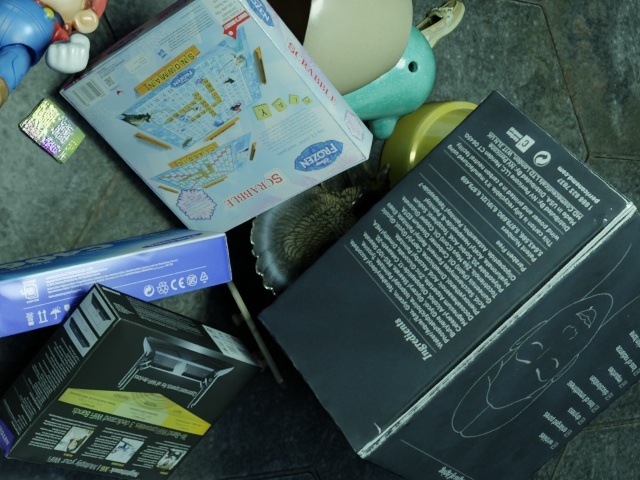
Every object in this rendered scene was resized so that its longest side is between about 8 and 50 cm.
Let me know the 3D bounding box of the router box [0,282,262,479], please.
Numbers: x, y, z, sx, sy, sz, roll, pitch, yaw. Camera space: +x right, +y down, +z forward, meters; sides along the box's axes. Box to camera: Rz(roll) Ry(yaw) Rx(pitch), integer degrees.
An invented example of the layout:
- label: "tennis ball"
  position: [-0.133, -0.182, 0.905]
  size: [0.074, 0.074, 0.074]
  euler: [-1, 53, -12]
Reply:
- label: "router box"
  position: [-0.262, 0.210, 1.429]
  size: [0.243, 0.081, 0.309]
  euler: [-49, 142, 8]

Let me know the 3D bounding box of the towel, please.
- label: "towel"
  position: [-0.381, -0.157, 1.469]
  size: [0.083, 0.009, 0.060]
  euler: [45, 68, -30]

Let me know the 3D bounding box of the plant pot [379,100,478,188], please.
- label: "plant pot"
  position: [0.272, -0.118, 1.789]
  size: [0.254, 0.239, 0.254]
  euler: [-4, 97, -35]

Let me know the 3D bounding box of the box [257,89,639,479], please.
- label: "box"
  position: [0.253, 0.121, 1.540]
  size: [0.472, 0.297, 0.480]
  euler: [-45, 144, 4]

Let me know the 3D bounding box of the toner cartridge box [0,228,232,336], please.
- label: "toner cartridge box"
  position: [-0.316, 0.052, 1.438]
  size: [0.348, 0.165, 0.075]
  euler: [-13, 101, -34]

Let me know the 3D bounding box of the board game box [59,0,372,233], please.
- label: "board game box"
  position: [-0.145, -0.179, 1.454]
  size: [0.318, 0.319, 0.066]
  euler: [50, 33, -26]

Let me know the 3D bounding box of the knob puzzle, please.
- label: "knob puzzle"
  position: [-0.110, 0.143, 1.595]
  size: [0.030, 0.213, 0.213]
  euler: [-27, 111, -5]

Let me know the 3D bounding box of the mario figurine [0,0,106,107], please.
- label: "mario figurine"
  position: [-0.381, -0.307, 1.322]
  size: [0.198, 0.170, 0.320]
  euler: [54, 42, -26]

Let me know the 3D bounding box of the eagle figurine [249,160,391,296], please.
- label: "eagle figurine"
  position: [0.005, 0.002, 1.629]
  size: [0.298, 0.225, 0.226]
  euler: [-41, 101, -15]

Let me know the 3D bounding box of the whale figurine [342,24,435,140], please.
- label: "whale figurine"
  position: [0.077, -0.260, 1.700]
  size: [0.272, 0.141, 0.216]
  euler: [-35, 113, -25]

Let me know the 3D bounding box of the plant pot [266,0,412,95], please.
- label: "plant pot"
  position: [0.026, -0.334, 1.549]
  size: [0.191, 0.284, 0.284]
  euler: [5, 91, -21]

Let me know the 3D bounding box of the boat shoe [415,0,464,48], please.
- label: "boat shoe"
  position: [0.198, -0.383, 1.828]
  size: [0.153, 0.056, 0.048]
  euler: [-45, 122, -15]
